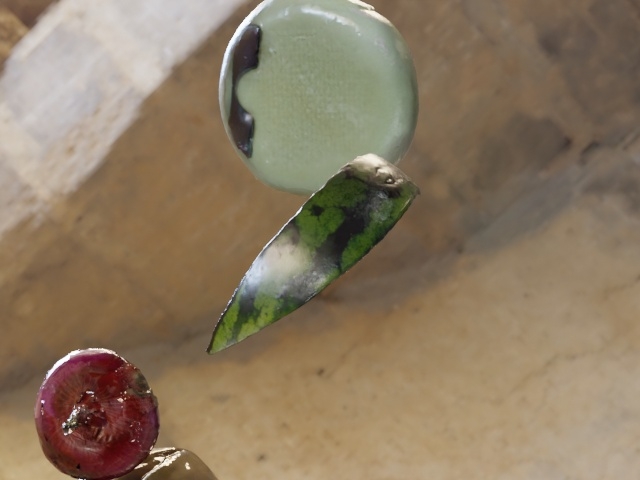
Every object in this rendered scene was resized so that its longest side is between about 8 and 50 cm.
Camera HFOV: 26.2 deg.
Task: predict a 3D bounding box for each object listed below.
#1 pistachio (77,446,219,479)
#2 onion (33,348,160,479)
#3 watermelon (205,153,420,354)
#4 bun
[{"bbox_3d":[-0.208,0.342,1.696,0.162,0.182,0.293,22,179,20],"label":"pistachio"},{"bbox_3d":[-0.259,0.195,1.506,0.150,0.150,0.140,47,-166,13],"label":"onion"},{"bbox_3d":[0.004,0.005,1.103,0.063,0.245,0.119,41,144,3],"label":"watermelon"},{"bbox_3d":[0.010,-0.209,1.911,0.293,0.293,0.187,46,-154,0],"label":"bun"}]
